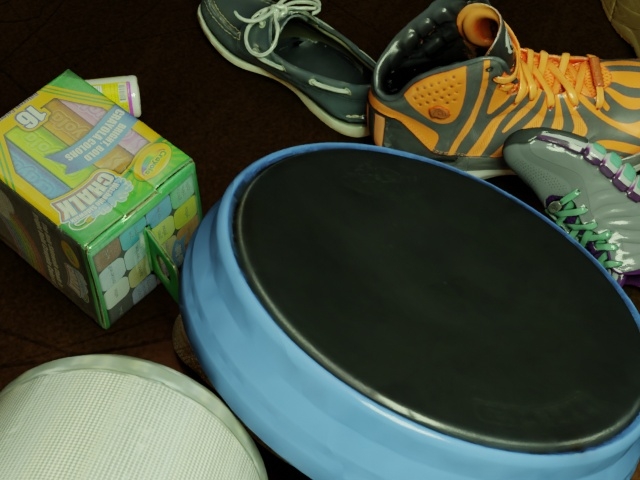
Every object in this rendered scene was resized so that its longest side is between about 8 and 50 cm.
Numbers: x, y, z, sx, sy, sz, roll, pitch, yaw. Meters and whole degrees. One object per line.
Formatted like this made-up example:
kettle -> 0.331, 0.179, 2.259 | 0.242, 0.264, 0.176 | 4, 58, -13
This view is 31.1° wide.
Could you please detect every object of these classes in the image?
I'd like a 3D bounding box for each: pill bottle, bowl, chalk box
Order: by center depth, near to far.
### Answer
bowl -> 0.087, 0.056, 0.905 | 0.391, 0.077, 0.391 | 17, 34, -12
chalk box -> -0.190, -0.025, 1.022 | 0.213, 0.132, 0.132 | 36, 61, 20
pill bottle -> -0.224, -0.141, 1.156 | 0.083, 0.043, 0.043 | -6, 55, -6

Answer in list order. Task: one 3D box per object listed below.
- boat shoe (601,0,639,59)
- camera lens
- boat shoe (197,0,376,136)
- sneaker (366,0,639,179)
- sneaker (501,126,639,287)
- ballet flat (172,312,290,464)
boat shoe -> 0.376, -0.250, 1.226 | 0.096, 0.098, 0.277 | -4, 57, -14
camera lens -> -0.159, 0.224, 0.749 | 0.219, 0.219, 0.274 | 9, 30, 4
boat shoe -> -0.031, -0.202, 1.184 | 0.095, 0.079, 0.254 | -36, 63, -23
sneaker -> 0.200, -0.143, 1.059 | 0.321, 0.180, 0.124 | -10, 55, 3
sneaker -> 0.252, -0.013, 1.025 | 0.224, 0.083, 0.098 | 30, 64, -7
ballet flat -> -0.049, 0.119, 0.961 | 0.206, 0.067, 0.073 | 35, 60, 21
